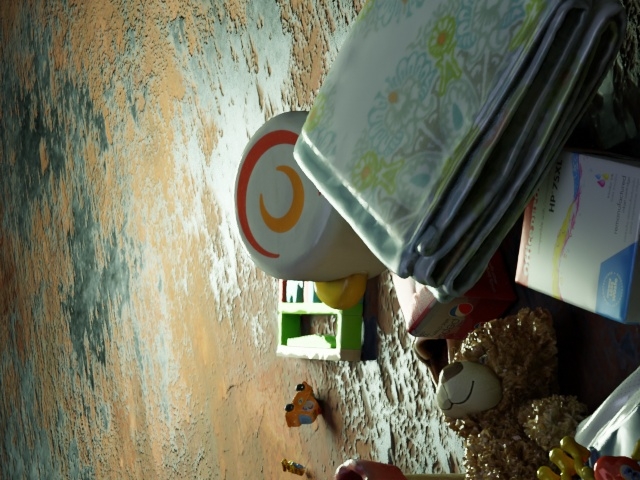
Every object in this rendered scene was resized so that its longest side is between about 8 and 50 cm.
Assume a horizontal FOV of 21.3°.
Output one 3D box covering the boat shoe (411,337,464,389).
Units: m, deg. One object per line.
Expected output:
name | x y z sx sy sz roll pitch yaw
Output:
boat shoe | 0.127 0.107 1.788 0.170 0.059 0.063 -117 38 -46

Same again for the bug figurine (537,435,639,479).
bug figurine | 0.261 0.272 1.234 0.216 0.279 0.072 -62 -3 28

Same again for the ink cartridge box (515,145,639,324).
ink cartridge box | 0.247 -0.011 1.522 0.231 0.078 0.134 -159 74 -64

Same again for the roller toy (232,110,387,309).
roller toy | 0.009 -0.046 1.935 0.191 0.146 0.209 -55 51 30

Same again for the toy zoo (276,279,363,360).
toy zoo | 0.000 0.000 2.102 0.192 0.030 0.293 174 98 -65

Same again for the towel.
towel | 0.119 -0.147 1.636 0.320 0.090 0.374 -60 30 13

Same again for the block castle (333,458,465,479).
block castle | 0.058 0.471 1.721 0.303 0.213 0.453 133 134 -54

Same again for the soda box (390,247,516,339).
soda box | 0.116 -0.027 1.784 0.083 0.092 0.263 -53 41 46

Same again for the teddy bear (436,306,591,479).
teddy bear | 0.180 0.230 1.573 0.245 0.113 0.338 141 123 -75

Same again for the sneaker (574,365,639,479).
sneaker | 0.277 0.254 1.408 0.236 0.130 0.322 -106 22 -59

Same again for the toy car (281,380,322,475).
toy car | -0.018 0.237 2.135 0.040 0.060 0.122 17 130 20
